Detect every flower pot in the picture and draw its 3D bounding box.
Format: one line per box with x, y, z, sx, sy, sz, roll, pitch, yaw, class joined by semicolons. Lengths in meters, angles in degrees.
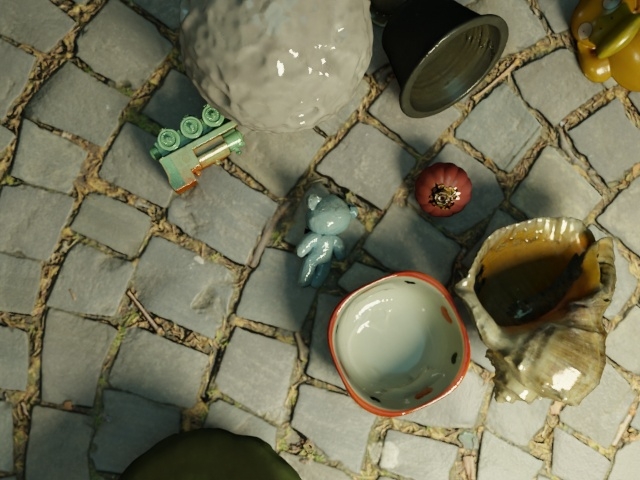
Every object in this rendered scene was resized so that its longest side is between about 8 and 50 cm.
0.210;-0.360;1.090;0.235;0.235;0.148;-30;67;-7;flower pot

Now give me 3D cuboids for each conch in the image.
0.376;0.124;1.054;0.297;0.210;0.352;37;61;0;conch

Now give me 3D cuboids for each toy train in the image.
-0.224;-0.176;1.094;0.176;0.074;0.118;-30;97;-11;toy train

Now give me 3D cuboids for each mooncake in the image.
-0.167;0.486;0.918;0.356;0.194;0.356;-7;60;12;mooncake

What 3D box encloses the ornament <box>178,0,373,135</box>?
-0.072;-0.352;0.991;0.337;0.337;0.337;0;84;-5;ornament

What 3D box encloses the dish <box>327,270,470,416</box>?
0.132;0.182;1.060;0.256;0.117;0.256;0;85;-4;dish

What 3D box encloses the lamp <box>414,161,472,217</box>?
0.232;-0.096;1.108;0.107;0.092;0.107;6;115;12;lamp

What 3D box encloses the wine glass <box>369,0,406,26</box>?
0.141;-0.486;1.086;0.111;0.204;0.111;1;81;-7;wine glass

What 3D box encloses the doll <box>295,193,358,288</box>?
-0.002;-0.002;1.100;0.120;0.075;0.179;11;106;-41;doll

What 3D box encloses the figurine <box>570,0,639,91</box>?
0.606;-0.392;1.140;0.228;0.215;0.215;24;83;-17;figurine
